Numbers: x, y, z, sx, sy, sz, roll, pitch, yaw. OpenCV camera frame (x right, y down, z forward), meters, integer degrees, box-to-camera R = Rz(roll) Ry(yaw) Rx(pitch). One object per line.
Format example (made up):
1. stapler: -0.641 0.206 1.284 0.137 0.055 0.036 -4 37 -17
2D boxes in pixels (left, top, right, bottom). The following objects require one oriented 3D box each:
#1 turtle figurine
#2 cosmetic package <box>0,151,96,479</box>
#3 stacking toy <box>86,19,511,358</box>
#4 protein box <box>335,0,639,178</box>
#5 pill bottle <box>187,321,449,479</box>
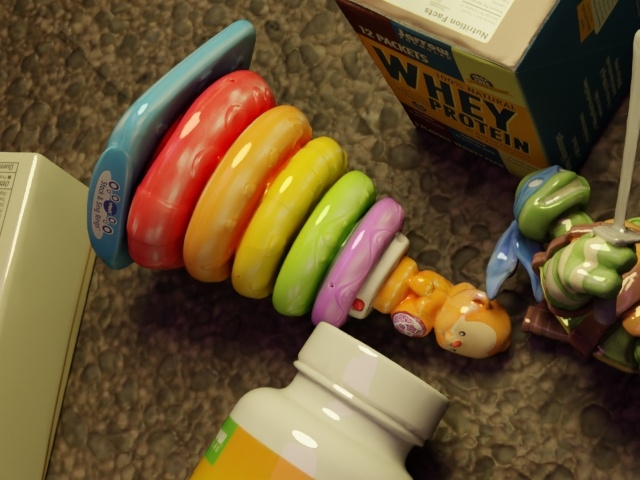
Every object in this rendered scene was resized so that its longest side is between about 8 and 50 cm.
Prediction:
1. turtle figurine: 0.234 0.024 0.619 0.275 0.198 0.266 -41 71 23
2. cosmetic package: -0.291 0.090 0.853 0.160 0.113 0.309 3 73 22
3. stacking toy: 0.000 0.000 0.766 0.302 0.175 0.166 32 49 9
4. protein box: 0.144 -0.174 0.733 0.136 0.200 0.201 30 84 27
5. pill bottle: -0.023 0.181 0.691 0.136 0.136 0.245 29 83 27
